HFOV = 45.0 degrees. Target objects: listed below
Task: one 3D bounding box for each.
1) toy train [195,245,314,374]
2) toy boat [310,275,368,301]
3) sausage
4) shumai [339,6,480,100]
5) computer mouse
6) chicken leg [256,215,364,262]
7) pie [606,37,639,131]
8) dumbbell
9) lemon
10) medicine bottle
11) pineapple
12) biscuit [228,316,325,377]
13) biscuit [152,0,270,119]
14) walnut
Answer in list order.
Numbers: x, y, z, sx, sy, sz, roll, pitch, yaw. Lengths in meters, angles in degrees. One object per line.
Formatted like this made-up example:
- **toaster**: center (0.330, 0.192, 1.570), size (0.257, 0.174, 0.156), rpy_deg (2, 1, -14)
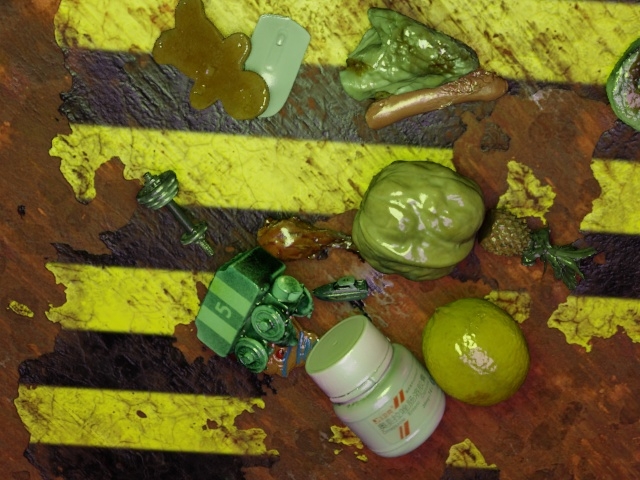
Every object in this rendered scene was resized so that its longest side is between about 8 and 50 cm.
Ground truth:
- **toy train**: center (-0.157, 0.167, 1.835), size (0.238, 0.167, 0.299), rpy_deg (37, 126, 10)
- **toy boat**: center (0.047, 0.124, 1.910), size (0.141, 0.055, 0.060), rpy_deg (-6, 118, 2)
- **sausage**: center (0.257, -0.322, 1.731), size (0.327, 0.079, 0.087), rpy_deg (-14, 140, 7)
- **shumai**: center (0.188, -0.364, 1.642), size (0.272, 0.222, 0.203), rpy_deg (33, 108, 35)
- **computer mouse**: center (-0.111, -0.384, 1.712), size (0.128, 0.079, 0.230), rpy_deg (18, 106, -9)
- **chicken leg**: center (0.000, 0.000, 1.853), size (0.305, 0.093, 0.113), rpy_deg (2, 99, -6)
- **pie**: center (0.761, -0.348, 1.738), size (0.241, 0.054, 0.240), rpy_deg (0, 108, -1)
- **dumbbell**: center (-0.332, -0.059, 1.822), size (0.110, 0.110, 0.254), rpy_deg (-32, 114, 11)
- **lemon**: center (0.374, 0.268, 1.865), size (0.268, 0.267, 0.267), rpy_deg (0, 110, 0)
- **medicine bottle**: center (0.132, 0.353, 1.896), size (0.241, 0.241, 0.302), rpy_deg (-39, 106, 13)
- **pineapple**: center (0.514, 0.021, 1.837), size (0.278, 0.130, 0.119), rpy_deg (21, 121, -9)
- **biscuit**: center (-0.118, 0.269, 1.977), size (0.281, 0.043, 0.183), rpy_deg (-2, 107, -3)
- **biscuit**: center (-0.228, -0.378, 1.680), size (0.301, 0.049, 0.197), rpy_deg (43, 111, 10)
- **walnut**: center (0.217, -0.047, 1.741), size (0.277, 0.253, 0.281), rpy_deg (12, 110, -5)
